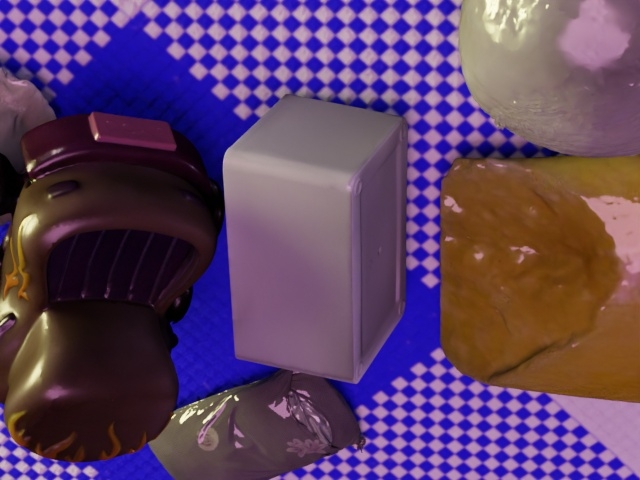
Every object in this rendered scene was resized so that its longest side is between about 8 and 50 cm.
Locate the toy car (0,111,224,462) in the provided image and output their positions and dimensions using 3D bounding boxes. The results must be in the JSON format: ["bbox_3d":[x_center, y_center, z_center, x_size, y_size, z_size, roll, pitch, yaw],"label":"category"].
[{"bbox_3d":[-0.229,0.057,1.431,0.271,0.240,0.341,5,130,-27],"label":"toy car"}]

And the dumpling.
[{"bbox_3d":[-0.349,-0.086,1.490,0.155,0.111,0.181,9,146,-18],"label":"dumpling"}]

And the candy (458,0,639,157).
[{"bbox_3d":[0.266,-0.196,1.281,0.295,0.185,0.295,5,117,9],"label":"candy"}]

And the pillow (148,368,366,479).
[{"bbox_3d":[-0.082,0.235,1.670,0.255,0.059,0.169,-25,117,21],"label":"pillow"}]

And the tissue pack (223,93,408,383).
[{"bbox_3d":[0.001,-0.001,1.435,0.136,0.159,0.246,12,123,20],"label":"tissue pack"}]

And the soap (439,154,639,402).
[{"bbox_3d":[0.332,0.045,1.457,0.427,0.115,0.306,0,118,9],"label":"soap"}]
